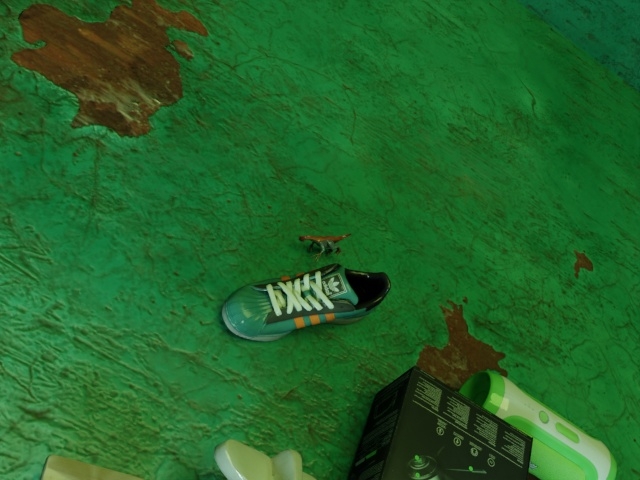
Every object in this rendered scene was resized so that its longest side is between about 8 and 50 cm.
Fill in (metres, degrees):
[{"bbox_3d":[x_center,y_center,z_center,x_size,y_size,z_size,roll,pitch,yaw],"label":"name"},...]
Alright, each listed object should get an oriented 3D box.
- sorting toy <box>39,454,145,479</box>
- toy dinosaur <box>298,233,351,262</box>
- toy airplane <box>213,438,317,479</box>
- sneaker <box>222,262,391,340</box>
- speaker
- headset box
[{"bbox_3d":[-0.290,0.353,0.870,0.275,0.046,0.132,27,49,-29],"label":"sorting toy"},{"bbox_3d":[0.000,0.000,1.287,0.082,0.047,0.090,43,73,-40],"label":"toy dinosaur"},{"bbox_3d":[-0.078,0.445,0.851,0.386,0.272,0.384,44,9,9],"label":"toy airplane"},{"bbox_3d":[-0.015,0.090,1.179,0.302,0.121,0.108,-5,65,-36],"label":"sneaker"},{"bbox_3d":[0.389,0.357,1.276,0.297,0.131,0.131,34,48,-11],"label":"speaker"},{"bbox_3d":[0.182,0.388,1.098,0.246,0.131,0.283,31,46,-8],"label":"headset box"}]
